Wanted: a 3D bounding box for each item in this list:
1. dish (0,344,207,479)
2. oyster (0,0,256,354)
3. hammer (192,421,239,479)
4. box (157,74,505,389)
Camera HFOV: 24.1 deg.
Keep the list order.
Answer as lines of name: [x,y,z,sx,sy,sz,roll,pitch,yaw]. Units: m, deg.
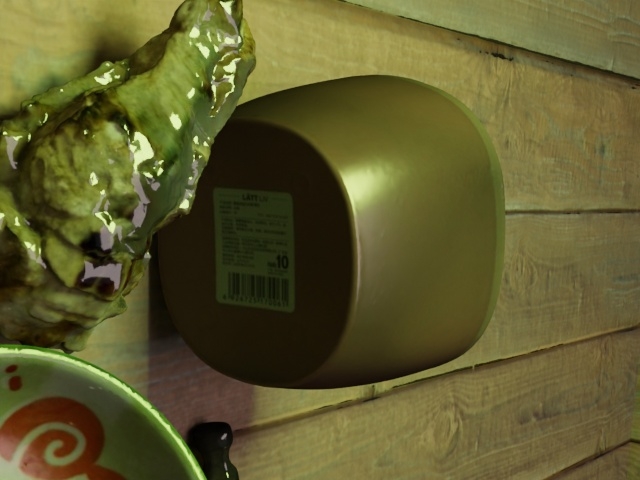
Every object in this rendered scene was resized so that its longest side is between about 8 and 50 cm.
dish: [-0.229,0.246,1.075,0.324,0.124,0.324,19,57,-31]
oyster: [-0.155,-0.063,1.199,0.337,0.133,0.197,-59,153,-30]
hammer: [-0.087,0.315,1.286,0.440,0.044,0.168,-98,179,-73]
box: [0.000,0.000,1.370,0.216,0.301,0.301,-17,111,-53]
